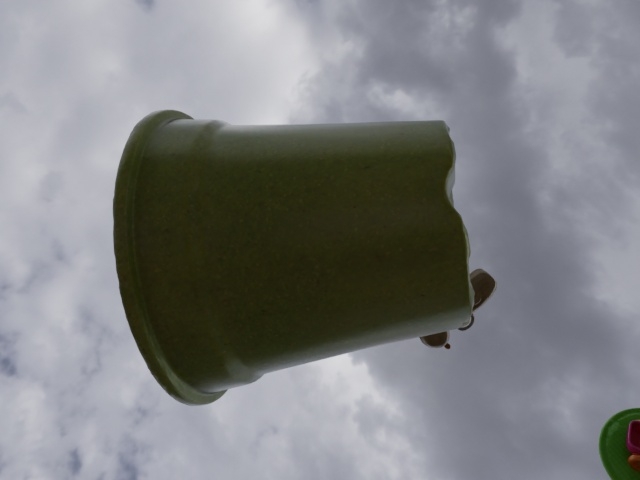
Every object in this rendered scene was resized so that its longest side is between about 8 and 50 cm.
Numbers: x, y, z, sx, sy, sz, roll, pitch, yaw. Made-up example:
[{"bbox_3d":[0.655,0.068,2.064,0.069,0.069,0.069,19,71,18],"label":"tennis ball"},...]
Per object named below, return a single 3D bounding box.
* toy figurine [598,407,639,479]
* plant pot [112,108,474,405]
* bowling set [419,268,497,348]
[{"bbox_3d":[0.408,0.208,0.605,0.173,0.130,0.159,13,-41,22],"label":"toy figurine"},{"bbox_3d":[0.000,0.000,0.515,0.253,0.276,0.276,-7,-81,12],"label":"plant pot"},{"bbox_3d":[0.083,0.015,0.783,0.154,0.200,0.287,-45,-73,-1],"label":"bowling set"}]
